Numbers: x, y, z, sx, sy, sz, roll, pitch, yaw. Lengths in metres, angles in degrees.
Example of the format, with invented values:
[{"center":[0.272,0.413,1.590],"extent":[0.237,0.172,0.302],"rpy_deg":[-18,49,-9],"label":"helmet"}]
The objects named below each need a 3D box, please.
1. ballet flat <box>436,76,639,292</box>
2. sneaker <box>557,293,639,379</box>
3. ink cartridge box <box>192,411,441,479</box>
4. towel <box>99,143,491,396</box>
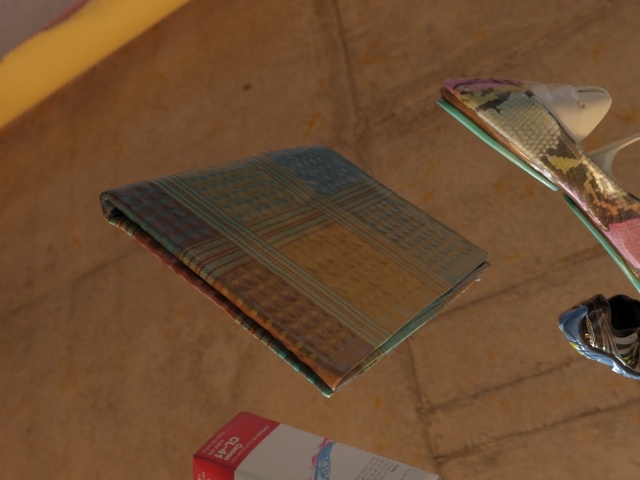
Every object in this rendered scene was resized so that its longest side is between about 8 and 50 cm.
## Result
[{"center":[0.180,-0.052,0.508],"extent":[0.079,0.221,0.077],"rpy_deg":[-46,-169,19],"label":"ballet flat"},{"center":[0.352,0.107,0.869],"extent":[0.078,0.188,0.067],"rpy_deg":[-46,-139,28],"label":"sneaker"},{"center":[-0.009,0.386,1.002],"extent":[0.306,0.131,0.226],"rpy_deg":[11,-68,28],"label":"ink cartridge box"},{"center":[0.000,0.000,0.759],"extent":[0.271,0.370,0.040],"rpy_deg":[36,-62,17],"label":"towel"}]
